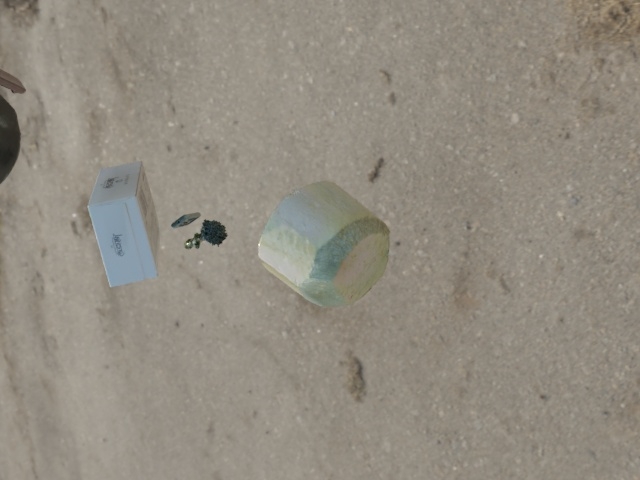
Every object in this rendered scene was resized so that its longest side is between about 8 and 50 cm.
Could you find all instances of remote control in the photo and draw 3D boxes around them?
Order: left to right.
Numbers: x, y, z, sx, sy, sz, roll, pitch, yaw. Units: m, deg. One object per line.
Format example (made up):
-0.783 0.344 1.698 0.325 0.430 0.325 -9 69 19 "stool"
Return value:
-0.348 -0.053 1.856 0.053 0.124 0.018 -35 90 9 "remote control"

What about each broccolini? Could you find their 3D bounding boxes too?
-0.274 -0.009 1.683 0.067 0.058 0.216 43 159 -12 "broccolini"

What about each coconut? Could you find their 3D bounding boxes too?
0.000 0.000 1.476 0.244 0.239 0.239 35 130 31 "coconut"

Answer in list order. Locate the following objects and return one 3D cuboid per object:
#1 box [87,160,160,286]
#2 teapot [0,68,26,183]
-0.456 -0.046 1.686 0.274 0.116 0.203 -114 13 -64 "box"
-0.876 -0.274 1.661 0.376 0.362 0.306 -35 86 6 "teapot"
